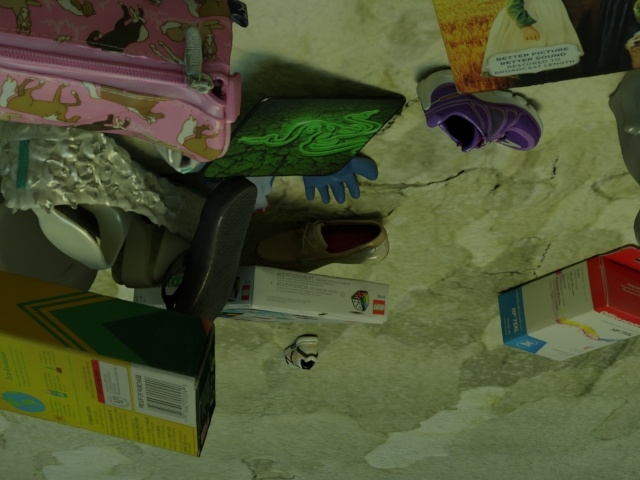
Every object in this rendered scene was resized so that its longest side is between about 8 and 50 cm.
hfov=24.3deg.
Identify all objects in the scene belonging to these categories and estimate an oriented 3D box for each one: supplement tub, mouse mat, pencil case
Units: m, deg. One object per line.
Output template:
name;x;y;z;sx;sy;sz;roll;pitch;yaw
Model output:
supplement tub;-0.363;0.041;1.769;0.144;0.144;0.200;11;153;-29
mouse mat;-0.018;-0.107;1.550;0.190;0.007;0.152;-5;153;-38
pencil case;-0.259;-0.166;1.278;0.386;0.160;0.167;7;146;-21

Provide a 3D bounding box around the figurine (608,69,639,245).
figurine;0.398;-0.059;1.533;0.215;0.209;0.092;9;154;-25

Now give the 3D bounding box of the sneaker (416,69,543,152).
sneaker;0.163;-0.118;1.546;0.170;0.071;0.068;15;151;-37

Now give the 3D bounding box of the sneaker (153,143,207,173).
sneaker;-0.139;-0.104;1.517;0.080;0.094;0.212;-2;157;-6

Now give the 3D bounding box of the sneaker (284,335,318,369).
sneaker;-0.030;0.180;2.263;0.040;0.043;0.109;1;158;-14

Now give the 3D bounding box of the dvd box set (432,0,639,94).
dvd box set;0.234;-0.261;1.229;0.308;0.062;0.420;-7;157;9

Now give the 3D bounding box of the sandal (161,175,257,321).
sandal;-0.132;0.024;1.661;0.097;0.054;0.254;-34;152;-52

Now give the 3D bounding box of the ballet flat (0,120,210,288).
ballet flat;-0.228;-0.020;1.657;0.147;0.147;0.409;-13;155;24

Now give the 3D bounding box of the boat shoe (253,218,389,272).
boat shoe;0.000;0.000;1.828;0.170;0.063;0.059;-8;151;-2

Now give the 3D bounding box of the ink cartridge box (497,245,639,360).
ink cartridge box;0.376;0.090;2.049;0.134;0.078;0.231;18;149;-39

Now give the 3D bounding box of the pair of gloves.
pair of gloves;-0.035;-0.077;1.683;0.198;0.023;0.159;-8;155;3

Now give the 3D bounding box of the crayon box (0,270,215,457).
crayon box;-0.278;0.132;1.657;0.319;0.081;0.202;13;148;4

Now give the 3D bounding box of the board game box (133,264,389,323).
board game box;-0.081;0.070;1.861;0.193;0.053;0.305;9;173;-33
